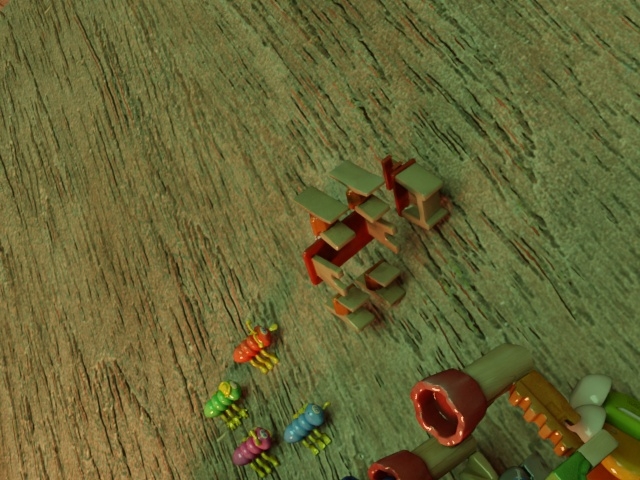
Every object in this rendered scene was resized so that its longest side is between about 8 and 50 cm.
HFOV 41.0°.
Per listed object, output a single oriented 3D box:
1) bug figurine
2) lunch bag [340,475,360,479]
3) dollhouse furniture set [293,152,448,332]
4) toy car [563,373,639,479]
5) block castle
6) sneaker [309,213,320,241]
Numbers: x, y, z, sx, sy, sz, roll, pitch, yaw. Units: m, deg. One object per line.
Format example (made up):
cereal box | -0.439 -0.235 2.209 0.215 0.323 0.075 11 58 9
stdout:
bug figurine | -0.108 0.290 1.541 0.216 0.072 0.279 -48 55 13
lunch bag | -0.016 0.577 1.273 0.328 0.239 0.385 -46 22 14
dollhouse furniture set | 0.075 -0.026 1.421 0.259 0.262 0.135 -38 48 -21
toy car | 0.392 0.281 1.145 0.159 0.182 0.136 30 121 9
block castle | 0.261 0.382 1.043 0.453 0.213 0.303 48 144 24
sneaker | 0.000 0.000 1.576 0.067 0.042 0.118 -46 57 10
